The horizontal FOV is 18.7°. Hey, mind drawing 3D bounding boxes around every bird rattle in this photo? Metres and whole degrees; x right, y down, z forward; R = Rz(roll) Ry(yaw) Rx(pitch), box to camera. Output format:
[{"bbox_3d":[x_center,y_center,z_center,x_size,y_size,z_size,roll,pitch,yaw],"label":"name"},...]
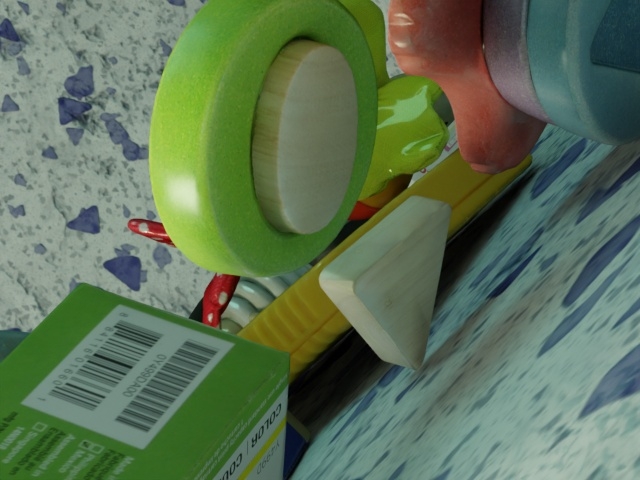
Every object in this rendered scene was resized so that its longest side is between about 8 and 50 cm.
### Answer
[{"bbox_3d":[0.008,-0.037,1.297,0.207,0.143,0.253,-18,-33,-54],"label":"bird rattle"}]

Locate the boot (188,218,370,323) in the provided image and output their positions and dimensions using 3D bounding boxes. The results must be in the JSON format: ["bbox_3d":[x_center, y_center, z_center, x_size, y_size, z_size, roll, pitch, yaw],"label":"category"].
[{"bbox_3d":[0.000,0.000,1.695,0.305,0.112,0.115,-47,-8,14],"label":"boot"}]

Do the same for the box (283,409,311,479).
[{"bbox_3d":[-0.083,0.173,1.009,0.136,0.036,0.225,-44,4,20],"label":"box"}]

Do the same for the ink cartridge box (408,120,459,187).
[{"bbox_3d":[0.088,-0.080,1.569,0.143,0.092,0.090,-48,4,-19],"label":"ink cartridge box"}]

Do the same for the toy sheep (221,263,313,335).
[{"bbox_3d":[-0.032,0.055,1.510,0.132,0.091,0.091,-31,-5,-29],"label":"toy sheep"}]

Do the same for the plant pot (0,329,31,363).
[{"bbox_3d":[-0.276,0.204,1.456,0.252,0.247,0.248,-31,-7,-35],"label":"plant pot"}]

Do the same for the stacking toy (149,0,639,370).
[{"bbox_3d":[0.073,-0.085,0.873,0.309,0.130,0.279,36,-108,-53],"label":"stacking toy"}]

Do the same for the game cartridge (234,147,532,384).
[{"bbox_3d":[-0.018,0.065,1.245,0.323,0.053,0.285,-41,-2,36],"label":"game cartridge"}]

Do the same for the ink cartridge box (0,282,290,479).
[{"bbox_3d":[-0.098,0.175,0.755,0.189,0.097,0.255,-49,-30,-48],"label":"ink cartridge box"}]
